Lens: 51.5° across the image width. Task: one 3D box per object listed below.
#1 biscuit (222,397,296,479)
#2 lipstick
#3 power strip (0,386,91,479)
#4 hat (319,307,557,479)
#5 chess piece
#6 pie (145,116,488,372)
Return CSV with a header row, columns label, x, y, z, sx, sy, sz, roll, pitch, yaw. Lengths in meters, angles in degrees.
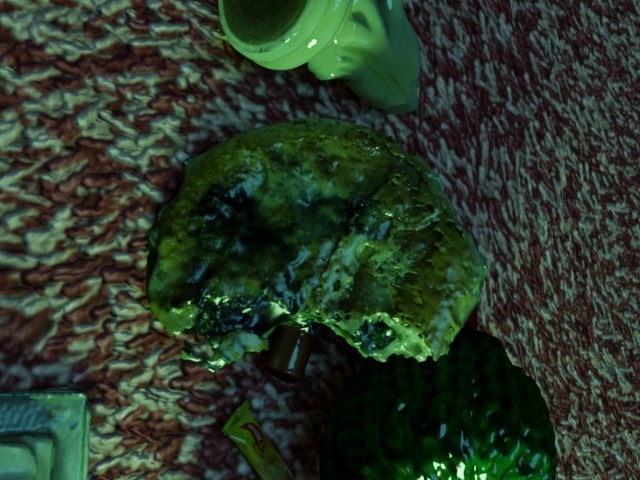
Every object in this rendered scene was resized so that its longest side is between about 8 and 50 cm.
label,x,y,z,sx,sy,sz,roll,pitch,yaw
biscuit,-0.031,0.313,0.794,0.292,0.026,0.048,60,37,-19
lipstick,0.004,0.026,0.803,0.081,0.081,0.300,35,66,-31
power strip,-0.294,0.238,0.570,0.198,0.064,0.213,5,83,-39
hat,0.142,0.192,0.828,0.242,0.274,0.332,52,30,-35
chess piece,0.033,-0.268,0.819,0.298,0.175,0.176,8,82,-50
pie,0.000,0.000,0.729,0.371,0.078,0.296,2,68,-6
